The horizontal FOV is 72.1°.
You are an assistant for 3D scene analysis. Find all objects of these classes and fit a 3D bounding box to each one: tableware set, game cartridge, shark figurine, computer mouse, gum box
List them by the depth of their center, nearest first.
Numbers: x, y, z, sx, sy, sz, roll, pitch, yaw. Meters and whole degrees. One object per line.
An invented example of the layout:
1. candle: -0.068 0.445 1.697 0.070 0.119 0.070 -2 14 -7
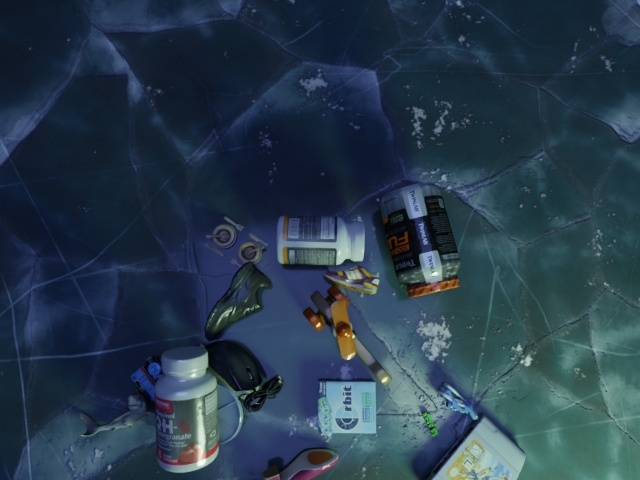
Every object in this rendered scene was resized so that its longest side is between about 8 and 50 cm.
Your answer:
1. game cartridge: 0.483 0.716 1.358 0.198 0.062 0.297 42 82 12
2. computer mouse: -0.248 0.395 1.373 0.272 0.188 0.072 35 109 17
3. shark figurine: -0.619 0.532 1.393 0.278 0.166 0.116 -32 51 20
4. gum box: 0.083 0.528 1.401 0.184 0.041 0.157 1 80 2
5. tableware set: -0.289 0.011 1.501 0.194 0.039 0.128 32 81 6

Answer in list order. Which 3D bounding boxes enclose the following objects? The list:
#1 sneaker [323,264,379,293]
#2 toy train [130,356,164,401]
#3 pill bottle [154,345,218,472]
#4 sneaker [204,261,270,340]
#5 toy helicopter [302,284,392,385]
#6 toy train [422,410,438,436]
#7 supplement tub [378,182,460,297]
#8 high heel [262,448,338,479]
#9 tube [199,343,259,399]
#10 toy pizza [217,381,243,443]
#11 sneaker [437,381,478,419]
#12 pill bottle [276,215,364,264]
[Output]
1. sneaker: 0.104 0.119 1.469 0.185 0.069 0.084 16 71 -3
2. toy train: -0.511 0.462 1.403 0.105 0.080 0.184 -41 84 3
3. pill bottle: -0.392 0.483 1.289 0.176 0.176 0.318 -1 94 0
4. sneaker: -0.272 0.214 1.436 0.130 0.109 0.286 35 87 -7
5. toy helicopter: 0.095 0.295 1.346 0.140 0.235 0.355 -40 82 -7
6. toy train: 0.350 0.583 1.401 0.023 0.017 0.083 -22 80 -13
7. supplement tub: 0.322 0.002 1.413 0.207 0.207 0.338 -13 79 -2
8. high heel: -0.056 0.734 1.361 0.244 0.082 0.117 -15 112 -16
9. tube: -0.312 0.432 1.418 0.240 0.070 0.062 28 126 9
10. toy pizza: -0.335 0.541 1.390 0.201 0.032 0.201 0 92 15
11. sneaker: 0.434 0.519 1.395 0.144 0.053 0.059 42 82 16
12. pill bottle: 0.000 0.000 1.440 0.278 0.162 0.162 2 79 0
